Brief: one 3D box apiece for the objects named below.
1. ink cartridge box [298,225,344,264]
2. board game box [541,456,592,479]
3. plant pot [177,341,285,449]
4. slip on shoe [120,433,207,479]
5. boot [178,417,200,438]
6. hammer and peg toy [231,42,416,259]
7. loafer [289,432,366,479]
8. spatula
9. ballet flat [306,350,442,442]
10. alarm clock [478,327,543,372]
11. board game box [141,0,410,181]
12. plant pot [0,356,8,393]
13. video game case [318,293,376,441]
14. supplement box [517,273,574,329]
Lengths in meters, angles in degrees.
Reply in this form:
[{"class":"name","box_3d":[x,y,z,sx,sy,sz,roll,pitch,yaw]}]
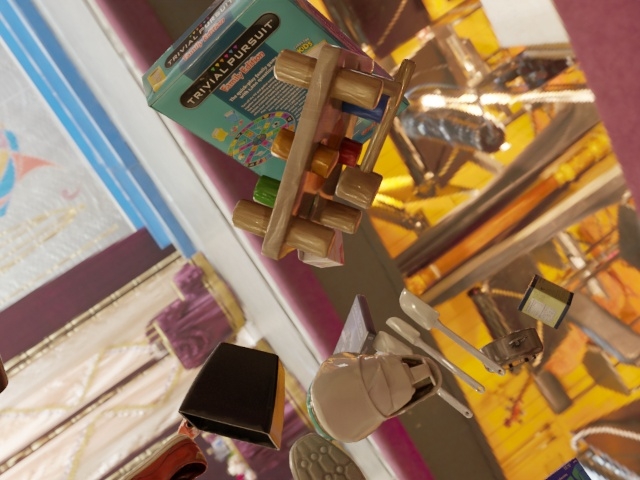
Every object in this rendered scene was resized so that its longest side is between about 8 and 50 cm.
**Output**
[{"class":"ink cartridge box","box_3d":[0.000,0.000,1.936,0.198,0.067,0.115,21,-117,-72]},{"class":"board game box","box_3d":[0.478,0.534,1.450,0.210,0.160,0.047,55,147,18]},{"class":"plant pot","box_3d":[-0.162,0.314,1.614,0.188,0.167,0.188,11,158,10]},{"class":"slip on shoe","box_3d":[-0.378,0.562,1.690,0.101,0.331,0.123,30,147,32]},{"class":"boot","box_3d":[-0.347,0.491,2.095,0.059,0.158,0.085,40,-155,8]},{"class":"hammer and peg toy","box_3d":[0.014,-0.130,1.040,0.127,0.265,0.361,19,-166,9]},{"class":"loafer","box_3d":[0.053,0.456,1.253,0.319,0.112,0.111,56,160,13]},{"class":"spatula","box_3d":[0.221,0.221,1.494,0.242,0.019,0.168,37,121,16]},{"class":"ballet flat","box_3d":[0.105,0.229,1.264,0.139,0.139,0.400,52,-166,19]},{"class":"alarm clock","box_3d":[0.398,0.226,1.621,0.192,0.129,0.064,74,176,-68]},{"class":"board game box","box_3d":[-0.061,-0.231,1.211,0.336,0.254,0.079,31,-153,-43]},{"class":"plant pot","box_3d":[-0.595,0.184,1.262,0.167,0.167,0.165,-151,43,-67]},{"class":"video game case","box_3d":[0.049,0.272,1.669,0.026,0.274,0.196,19,-164,-9]},{"class":"supplement box","box_3d":[0.438,0.118,1.521,0.083,0.056,0.083,28,-157,14]}]
